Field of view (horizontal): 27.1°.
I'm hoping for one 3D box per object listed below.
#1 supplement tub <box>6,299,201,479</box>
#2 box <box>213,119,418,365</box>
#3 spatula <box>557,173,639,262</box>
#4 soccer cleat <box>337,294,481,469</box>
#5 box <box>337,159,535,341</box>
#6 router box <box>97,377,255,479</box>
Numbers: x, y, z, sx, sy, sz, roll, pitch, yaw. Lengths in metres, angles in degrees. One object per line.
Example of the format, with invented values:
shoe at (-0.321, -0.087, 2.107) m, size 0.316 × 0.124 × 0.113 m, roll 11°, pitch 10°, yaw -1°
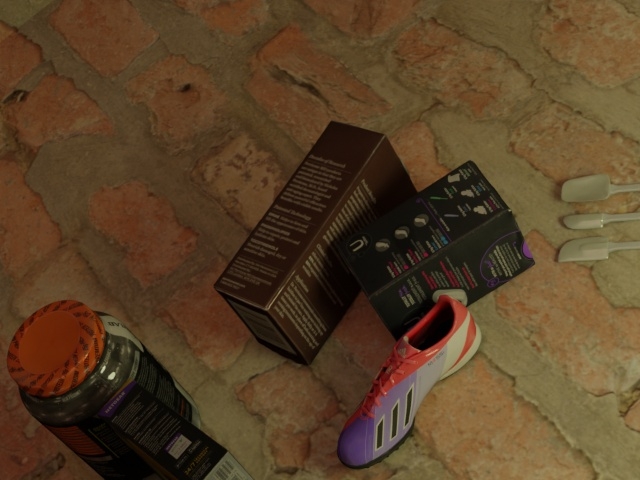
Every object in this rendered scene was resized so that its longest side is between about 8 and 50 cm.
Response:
supplement tub at (-0.357, 0.254, 2.191) m, size 0.207 × 0.338 × 0.207 m, roll -14°, pitch 50°, yaw 17°
box at (0.000, 0.000, 2.304) m, size 0.143 × 0.191 × 0.381 m, roll 22°, pitch 67°, yaw 38°
spatula at (0.513, -0.044, 2.187) m, size 0.242 × 0.019 × 0.168 m, roll -6°, pitch 52°, yaw 24°
soccer cleat at (0.127, 0.221, 2.113) m, size 0.318 × 0.116 × 0.108 m, roll -47°, pitch 48°, yaw -12°
box at (0.192, 0.023, 2.202) m, size 0.270 × 0.165 × 0.143 m, roll -32°, pitch 47°, yaw 1°
router box at (-0.176, 0.365, 2.029) m, size 0.243 × 0.309 × 0.081 m, roll 28°, pitch 70°, yaw 41°
